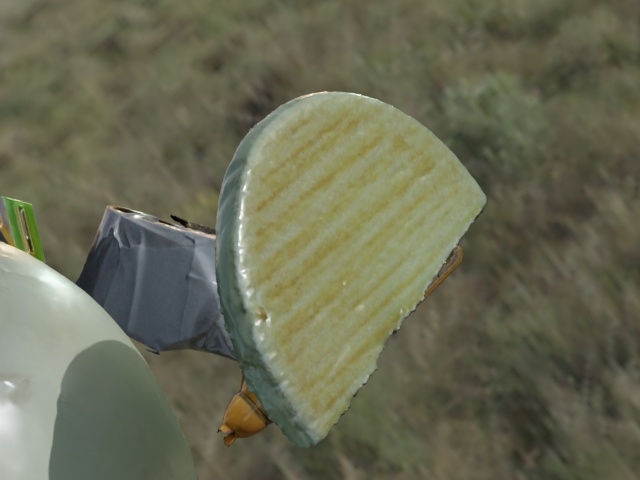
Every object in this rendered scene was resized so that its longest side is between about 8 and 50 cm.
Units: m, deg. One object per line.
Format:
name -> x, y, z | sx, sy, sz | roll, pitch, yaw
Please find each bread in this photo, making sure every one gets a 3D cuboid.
bread -> -0.001, -0.005, 0.859 | 0.036, 0.112, 0.193 | -24, 20, 41

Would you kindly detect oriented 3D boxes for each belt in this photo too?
belt -> -0.076, 0.048, 1.545 | 0.184, 0.261, 0.105 | 19, -90, -66

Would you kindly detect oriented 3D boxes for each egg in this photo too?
egg -> -0.190, 0.171, 0.987 | 0.283, 0.345, 0.283 | -26, 9, 5

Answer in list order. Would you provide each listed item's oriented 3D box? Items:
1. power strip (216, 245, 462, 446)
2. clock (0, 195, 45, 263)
power strip -> 0.009, 0.048, 1.064 | 0.178, 0.049, 0.028 | -44, 5, -9
clock -> -0.345, 0.084, 1.667 | 0.166, 0.235, 0.309 | -5, 77, 40
